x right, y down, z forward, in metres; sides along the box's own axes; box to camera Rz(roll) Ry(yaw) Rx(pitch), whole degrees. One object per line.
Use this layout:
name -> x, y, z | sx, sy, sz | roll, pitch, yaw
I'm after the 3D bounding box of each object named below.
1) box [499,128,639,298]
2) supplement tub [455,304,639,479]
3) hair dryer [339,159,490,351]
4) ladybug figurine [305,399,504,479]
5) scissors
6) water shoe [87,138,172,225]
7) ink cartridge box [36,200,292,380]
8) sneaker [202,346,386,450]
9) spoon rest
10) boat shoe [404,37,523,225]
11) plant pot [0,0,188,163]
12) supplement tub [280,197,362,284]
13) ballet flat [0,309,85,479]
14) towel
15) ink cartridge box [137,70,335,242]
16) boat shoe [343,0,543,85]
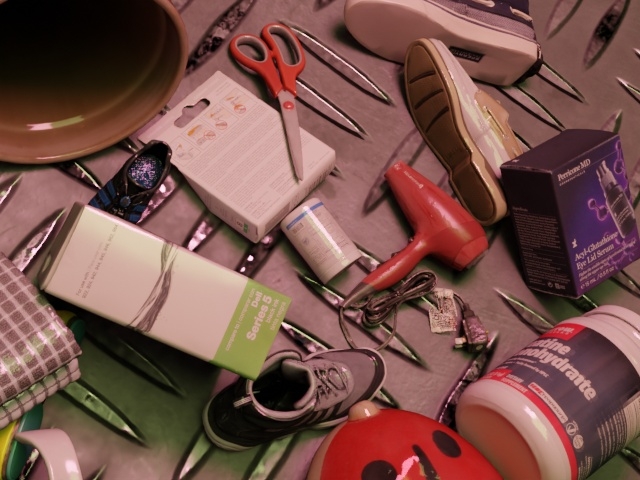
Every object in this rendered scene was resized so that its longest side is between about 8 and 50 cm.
box -> 0.372, -0.043, 1.717 | 0.153, 0.108, 0.207 | -29, 113, -28
supplement tub -> 0.338, 0.223, 1.589 | 0.272, 0.191, 0.191 | -30, 81, -29
hair dryer -> 0.138, 0.018, 1.666 | 0.224, 0.080, 0.293 | 5, 66, -19
ladybug figurine -> 0.147, 0.405, 1.447 | 0.305, 0.162, 0.449 | -23, 79, -27
scissors -> -0.041, -0.209, 1.685 | 0.109, 0.021, 0.297 | -12, 56, -24
water shoe -> -0.266, -0.054, 1.537 | 0.073, 0.080, 0.203 | 31, 60, -6
ink cartridge box -> -0.197, 0.058, 1.424 | 0.273, 0.198, 0.114 | 26, 86, -15
sneaker -> -0.011, 0.189, 1.489 | 0.269, 0.153, 0.101 | -17, 75, -27
spoon rest -> -0.301, 0.354, 1.311 | 0.137, 0.084, 0.276 | -1, 85, -38
boat shoe -> 0.227, -0.174, 1.774 | 0.103, 0.113, 0.302 | -23, 88, -29
plant pot -> -0.366, -0.308, 1.504 | 0.323, 0.323, 0.280 | -9, 56, -25
supplement tub -> 0.000, 0.000, 1.624 | 0.071, 0.071, 0.107 | -35, 84, -30
ballet flat -> -0.362, 0.182, 1.410 | 0.077, 0.077, 0.231 | 14, 58, 8
towel -> -0.447, 0.101, 1.333 | 0.235, 0.121, 0.284 | -36, 68, -27
ink cartridge box -> -0.119, -0.122, 1.655 | 0.225, 0.056, 0.181 | 34, 58, 17
boat shoe -> 0.191, -0.363, 1.840 | 0.341, 0.127, 0.158 | 15, 56, -24
